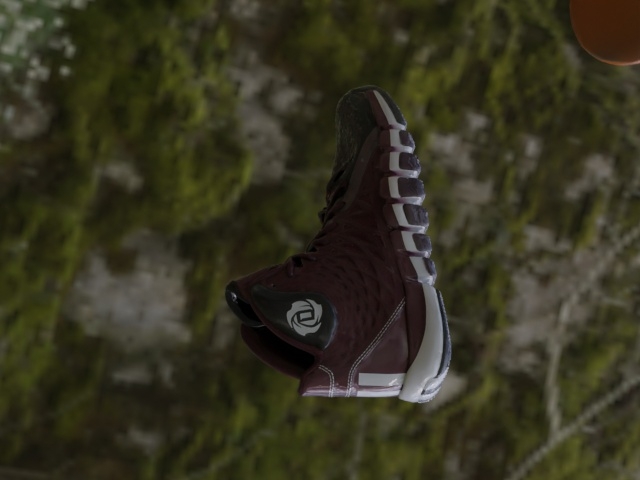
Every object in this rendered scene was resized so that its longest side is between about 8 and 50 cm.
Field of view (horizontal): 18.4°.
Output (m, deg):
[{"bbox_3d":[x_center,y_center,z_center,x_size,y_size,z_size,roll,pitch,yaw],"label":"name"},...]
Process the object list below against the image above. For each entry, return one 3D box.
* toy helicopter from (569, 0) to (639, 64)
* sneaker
[{"bbox_3d":[0.141,-0.205,0.766,0.140,0.235,0.355,-24,-87,37],"label":"toy helicopter"},{"bbox_3d":[0.000,0.000,1.561,0.106,0.163,0.281,100,-18,-57],"label":"sneaker"}]
